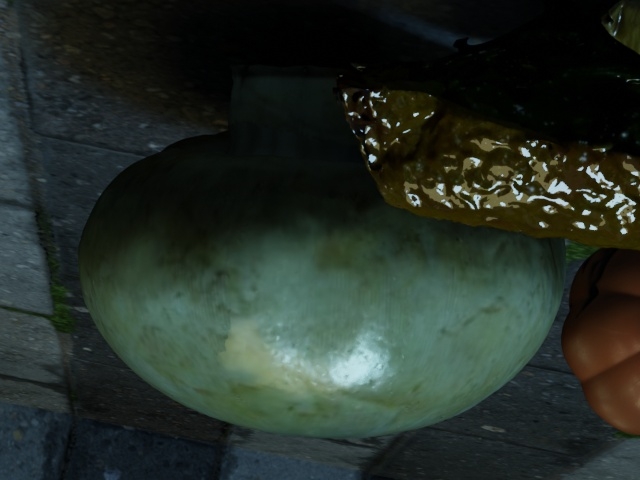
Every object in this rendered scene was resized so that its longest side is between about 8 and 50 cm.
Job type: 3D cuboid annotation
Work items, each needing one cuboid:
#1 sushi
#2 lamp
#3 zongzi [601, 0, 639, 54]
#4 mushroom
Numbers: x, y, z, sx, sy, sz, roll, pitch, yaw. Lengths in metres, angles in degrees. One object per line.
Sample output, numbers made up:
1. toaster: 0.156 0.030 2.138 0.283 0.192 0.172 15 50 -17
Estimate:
1. sushi: 0.146 -0.083 1.133 0.287 0.149 0.140 11 130 -5
2. lamp: 0.291 0.077 1.504 0.187 0.187 0.164 13 166 -7
3. zongzi: 0.325 -0.073 1.044 0.288 0.134 0.286 3 160 22
4. mushroom: 0.000 0.000 1.294 0.352 0.260 0.352 0 -171 0
